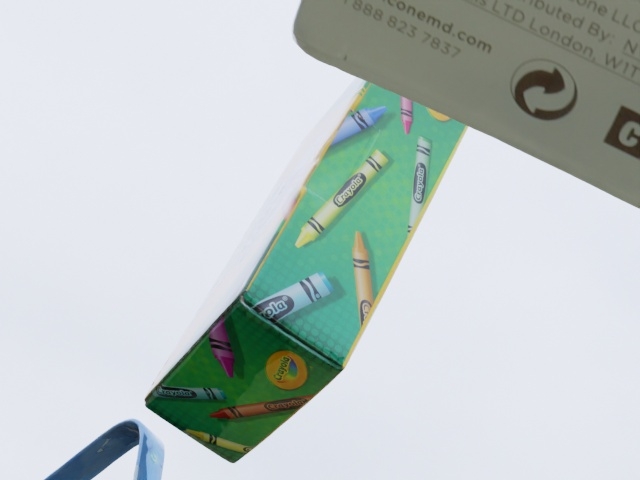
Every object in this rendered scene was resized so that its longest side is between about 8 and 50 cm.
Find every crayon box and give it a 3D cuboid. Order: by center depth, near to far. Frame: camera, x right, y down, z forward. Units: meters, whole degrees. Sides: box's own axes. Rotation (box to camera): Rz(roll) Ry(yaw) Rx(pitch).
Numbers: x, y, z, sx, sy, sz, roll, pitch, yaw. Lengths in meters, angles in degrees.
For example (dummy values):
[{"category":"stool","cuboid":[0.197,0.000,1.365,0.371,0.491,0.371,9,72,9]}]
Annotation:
[{"category":"crayon box","cuboid":[0.000,0.000,1.032,0.081,0.278,0.165,35,-39,-7]}]

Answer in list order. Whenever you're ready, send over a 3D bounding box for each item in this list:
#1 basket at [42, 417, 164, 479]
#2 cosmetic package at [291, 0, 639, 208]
[{"category":"basket","cuboid":[-0.220,0.270,0.999,0.289,0.255,0.201,-32,-62,16]},{"category":"cosmetic package","cuboid":[0.108,-0.120,0.417,0.151,0.184,0.151,27,-52,8]}]
